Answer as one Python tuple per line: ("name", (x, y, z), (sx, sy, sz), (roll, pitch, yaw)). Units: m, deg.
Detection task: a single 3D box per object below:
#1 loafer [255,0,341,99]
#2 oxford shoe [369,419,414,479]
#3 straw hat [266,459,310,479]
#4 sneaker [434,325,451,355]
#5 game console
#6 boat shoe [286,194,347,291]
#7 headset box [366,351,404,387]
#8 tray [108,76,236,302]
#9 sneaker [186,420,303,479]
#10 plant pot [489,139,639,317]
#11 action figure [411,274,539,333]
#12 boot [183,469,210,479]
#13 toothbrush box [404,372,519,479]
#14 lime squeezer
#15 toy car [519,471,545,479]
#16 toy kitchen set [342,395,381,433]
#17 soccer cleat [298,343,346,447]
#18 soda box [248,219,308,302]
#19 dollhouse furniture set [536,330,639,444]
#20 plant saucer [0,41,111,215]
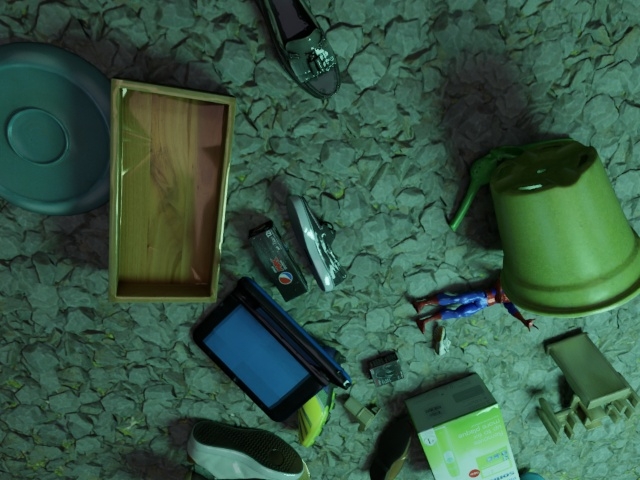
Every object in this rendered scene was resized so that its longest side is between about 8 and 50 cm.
("loafer", (-0.046, -0.364, 0.773), (0.096, 0.084, 0.267), (-31, 112, 5))
("oxford shoe", (0.200, 0.556, 1.182), (0.076, 0.076, 0.212), (5, 116, -35))
("straw hat", (-0.098, 0.635, 1.168), (0.144, 0.144, 0.061), (41, 144, -19))
("sneaker", (0.299, 0.239, 1.085), (0.037, 0.032, 0.083), (-12, 118, -17))
("game console", (-0.116, 0.240, 0.918), (0.293, 0.250, 0.173), (45, 74, -1))
("boat shoe", (0.000, 0.000, 0.930), (0.076, 0.080, 0.228), (-27, 110, -15))
("headset box", (0.156, 0.319, 1.094), (0.084, 0.032, 0.062), (-19, 112, -1))
("tray", (-0.286, -0.079, 0.847), (0.203, 0.076, 0.410), (3, 110, -20))
("sneaker", (-0.189, 0.542, 1.110), (0.291, 0.105, 0.123), (21, 114, -5))
("plant pot", (0.450, -0.039, 0.853), (0.276, 0.276, 0.253), (-29, 114, 5))
("action figure", (0.366, 0.155, 1.004), (0.281, 0.139, 0.091), (-18, 113, -3))
("boot", (-0.229, 0.640, 1.105), (0.207, 0.090, 0.248), (4, 139, 3))
("toothbrush box", (0.364, 0.515, 1.149), (0.207, 0.122, 0.283), (-21, 114, 2))
("lime squeezer", (0.384, -0.146, 0.928), (0.311, 0.058, 0.110), (-38, 110, 7))
("toy car", (0.604, 0.741, 1.268), (0.136, 0.159, 0.181), (-29, 116, -33))
("toy kitchen set", (0.105, 0.432, 1.138), (0.068, 0.075, 0.083), (-41, 155, -29))
("soccer cleat", (-0.023, 0.369, 1.075), (0.121, 0.093, 0.288), (18, 113, 13))
("soda box", (-0.088, 0.045, 0.945), (0.060, 0.053, 0.168), (-26, 111, 4))
("dollhouse furniture set", (0.669, 0.377, 1.149), (0.212, 0.160, 0.242), (-20, 134, 1))
("plant saucer", (-0.504, -0.189, 0.809), (0.319, 0.043, 0.317), (-3, 112, -7))
